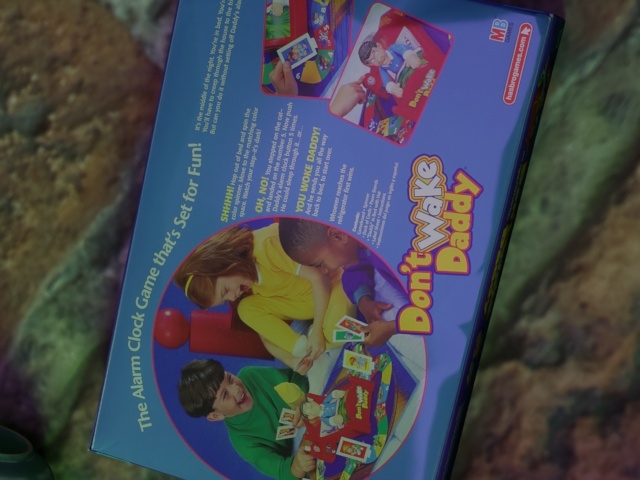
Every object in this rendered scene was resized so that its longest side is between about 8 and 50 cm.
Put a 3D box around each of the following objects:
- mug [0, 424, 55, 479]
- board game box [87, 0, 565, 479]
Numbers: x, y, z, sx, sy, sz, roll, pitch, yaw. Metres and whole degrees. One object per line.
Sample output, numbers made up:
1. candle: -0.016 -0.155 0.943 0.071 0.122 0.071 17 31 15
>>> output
1. mug: -0.245 0.183 0.932 0.129 0.158 0.097 17 94 -28
2. board game box: 0.000 0.000 0.878 0.233 0.078 0.347 16 101 13
